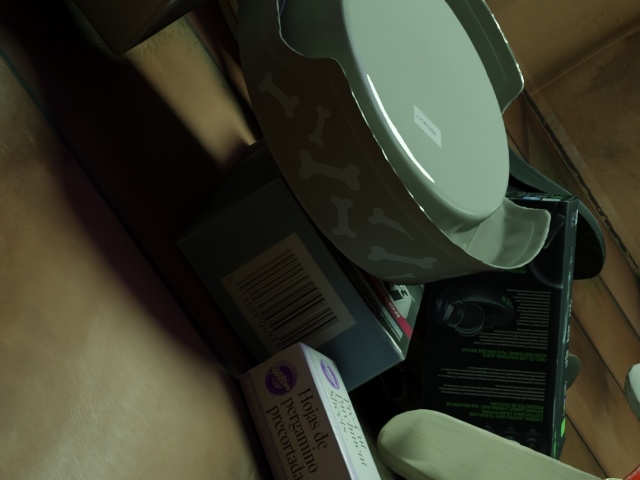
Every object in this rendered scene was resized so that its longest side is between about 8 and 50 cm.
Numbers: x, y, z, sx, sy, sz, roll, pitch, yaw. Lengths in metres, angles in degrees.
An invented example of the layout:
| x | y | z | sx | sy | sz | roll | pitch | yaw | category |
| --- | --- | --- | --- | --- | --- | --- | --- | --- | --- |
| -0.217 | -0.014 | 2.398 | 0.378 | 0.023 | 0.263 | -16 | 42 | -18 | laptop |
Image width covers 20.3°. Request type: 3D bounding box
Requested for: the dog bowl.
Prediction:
| x | y | z | sx | sy | sz | roll | pitch | yaw | category |
| --- | --- | --- | --- | --- | --- | --- | --- | --- | --- |
| 0.061 | -0.120 | 1.501 | 0.349 | 0.102 | 0.349 | 38 | 38 | -38 | dog bowl |

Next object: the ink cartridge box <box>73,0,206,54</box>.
| x | y | z | sx | sy | sz | roll | pitch | yaw | category |
| --- | --- | --- | --- | --- | --- | --- | --- | --- | --- |
| -0.092 | -0.382 | 1.512 | 0.384 | 0.160 | 0.279 | -39 | 92 | -32 | ink cartridge box |

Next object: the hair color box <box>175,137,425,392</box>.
| x | y | z | sx | sy | sz | roll | pitch | yaw | category |
| --- | --- | --- | --- | --- | --- | --- | --- | --- | --- |
| 0.000 | 0.000 | 1.624 | 0.185 | 0.113 | 0.374 | 56 | 15 | -9 | hair color box |

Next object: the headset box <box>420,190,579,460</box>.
| x | y | z | sx | sy | sz | roll | pitch | yaw | category |
| --- | --- | --- | --- | --- | --- | --- | --- | --- | --- |
| 0.177 | 0.094 | 1.750 | 0.246 | 0.131 | 0.283 | -11 | 104 | -80 | headset box |

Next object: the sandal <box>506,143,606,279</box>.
| x | y | z | sx | sy | sz | roll | pitch | yaw | category |
| --- | --- | --- | --- | --- | --- | --- | --- | --- | --- |
| 0.232 | -0.049 | 2.467 | 0.445 | 0.167 | 0.107 | 40 | 48 | -34 | sandal |

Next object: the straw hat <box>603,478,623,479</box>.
| x | y | z | sx | sy | sz | roll | pitch | yaw | category |
| --- | --- | --- | --- | --- | --- | --- | --- | --- | --- |
| 0.338 | 0.351 | 2.137 | 0.144 | 0.144 | 0.061 | 56 | -25 | -14 | straw hat |

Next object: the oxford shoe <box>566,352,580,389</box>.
| x | y | z | sx | sy | sz | roll | pitch | yaw | category |
| --- | --- | --- | --- | --- | --- | --- | --- | --- | --- |
| 0.260 | 0.145 | 2.322 | 0.076 | 0.076 | 0.212 | 33 | 0 | 35 | oxford shoe |

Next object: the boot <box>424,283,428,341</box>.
| x | y | z | sx | sy | sz | roll | pitch | yaw | category |
| --- | --- | --- | --- | --- | --- | --- | --- | --- | --- |
| 0.160 | 0.090 | 2.045 | 0.295 | 0.104 | 0.211 | 68 | 21 | -53 | boot |

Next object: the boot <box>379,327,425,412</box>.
| x | y | z | sx | sy | sz | roll | pitch | yaw | category |
| --- | --- | --- | --- | --- | --- | --- | --- | --- | --- |
| 0.078 | 0.119 | 1.792 | 0.087 | 0.042 | 0.118 | 25 | 36 | -61 | boot |

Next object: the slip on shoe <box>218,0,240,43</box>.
| x | y | z | sx | sy | sz | roll | pitch | yaw | category |
| --- | --- | --- | --- | --- | --- | --- | --- | --- | --- |
| -0.085 | -0.341 | 2.031 | 0.123 | 0.101 | 0.331 | 30 | 31 | -58 | slip on shoe |

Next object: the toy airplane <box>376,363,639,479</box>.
| x | y | z | sx | sy | sz | roll | pitch | yaw | category |
| --- | --- | --- | --- | --- | --- | --- | --- | --- | --- |
| 0.258 | 0.281 | 1.477 | 0.386 | 0.384 | 0.272 | -113 | -151 | -55 | toy airplane |

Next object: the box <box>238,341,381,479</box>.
| x | y | z | sx | sy | sz | roll | pitch | yaw | category |
| --- | --- | --- | --- | --- | --- | --- | --- | --- | --- |
| 0.024 | 0.232 | 1.354 | 0.067 | 0.063 | 0.324 | 37 | 27 | -56 | box |
